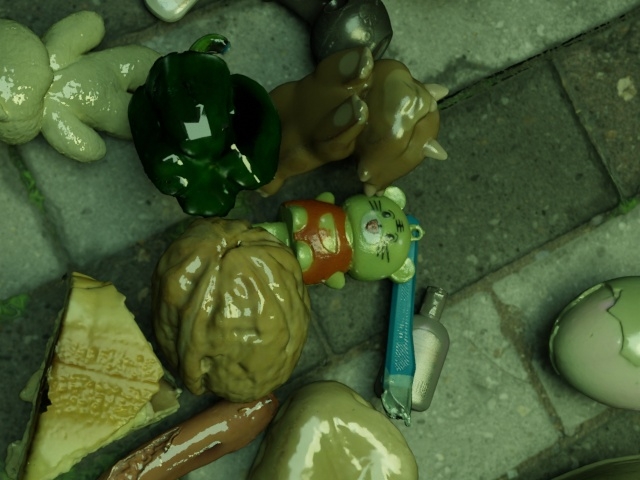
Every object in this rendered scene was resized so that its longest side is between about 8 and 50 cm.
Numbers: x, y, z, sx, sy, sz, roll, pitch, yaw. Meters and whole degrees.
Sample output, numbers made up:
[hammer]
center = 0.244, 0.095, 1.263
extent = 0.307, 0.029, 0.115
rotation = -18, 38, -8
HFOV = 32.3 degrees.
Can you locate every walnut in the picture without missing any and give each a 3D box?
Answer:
[walnut]
center = -0.106, 0.087, 1.312
extent = 0.198, 0.245, 0.198
rotation = 5, 40, -4

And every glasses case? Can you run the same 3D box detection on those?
[glasses case]
center = -0.169, -0.360, 1.469
extent = 0.063, 0.041, 0.164
rotation = 41, 74, -6

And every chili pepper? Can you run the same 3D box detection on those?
[chili pepper]
center = -0.145, -0.152, 1.355
extent = 0.174, 0.165, 0.261
rotation = 20, 34, -30

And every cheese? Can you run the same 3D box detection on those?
[cheese]
center = 0.020, 0.295, 1.394
extent = 0.218, 0.117, 0.235
rotation = 3, 85, -16

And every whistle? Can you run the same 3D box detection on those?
[whistle]
center = 0.000, 0.000, 1.433
extent = 0.289, 0.106, 0.131
rotation = -4, 81, -16

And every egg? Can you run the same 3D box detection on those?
[egg]
center = 0.412, 0.140, 1.489
extent = 0.217, 0.183, 0.183
rotation = -10, 85, -6

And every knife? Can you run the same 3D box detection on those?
[knife]
center = 0.110, 0.100, 1.463
extent = 0.044, 0.026, 0.296
rotation = 9, 65, -4

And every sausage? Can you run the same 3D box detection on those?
[sausage]
center = -0.183, 0.271, 1.364
extent = 0.304, 0.078, 0.078
rotation = -31, 91, -15

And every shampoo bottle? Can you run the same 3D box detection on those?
[shampoo bottle]
center = 0.132, 0.142, 1.483
extent = 0.080, 0.040, 0.165
rotation = 21, 77, -4

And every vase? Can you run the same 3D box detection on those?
[vase]
center = 0.004, -0.300, 1.482
extent = 0.183, 0.120, 0.120
rotation = 35, 74, 10

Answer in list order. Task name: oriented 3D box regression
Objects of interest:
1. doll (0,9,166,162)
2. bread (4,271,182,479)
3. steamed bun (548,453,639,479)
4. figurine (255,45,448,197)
[doll]
center = -0.317, -0.183, 1.380
extent = 0.278, 0.149, 0.175
rotation = 4, 48, -32
[bread]
center = -0.294, 0.153, 1.293
extent = 0.224, 0.183, 0.211
rotation = -26, 89, -20
[steamed bun]
center = 0.352, 0.423, 1.411
extent = 0.384, 0.236, 0.247
rotation = -24, 99, -11
[figurine]
center = 0.044, -0.140, 1.414
extent = 0.173, 0.247, 0.177
rotation = 25, 42, -43
